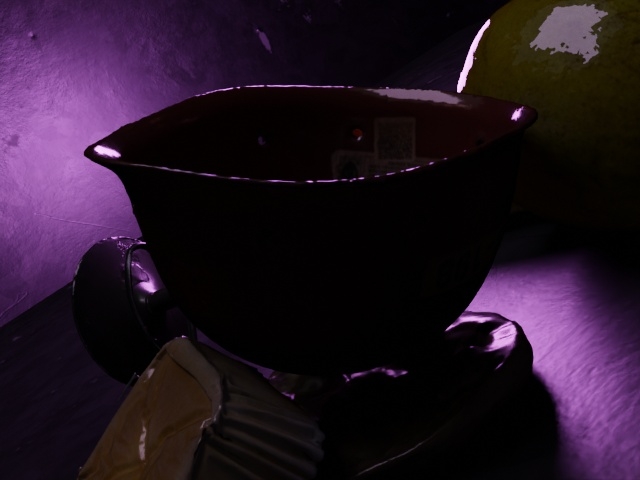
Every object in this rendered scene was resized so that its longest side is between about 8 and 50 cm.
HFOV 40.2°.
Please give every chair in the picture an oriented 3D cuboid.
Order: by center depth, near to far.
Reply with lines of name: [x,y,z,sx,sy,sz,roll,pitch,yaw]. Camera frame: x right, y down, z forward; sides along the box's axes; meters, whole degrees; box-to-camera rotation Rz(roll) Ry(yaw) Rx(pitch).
chair: [-0.109,0.038,1.137,0.401,0.227,0.226,-22,15,31]

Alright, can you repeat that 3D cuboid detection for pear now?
pear: [0.274,-0.130,0.861,0.252,0.253,0.307,-32,36,-7]

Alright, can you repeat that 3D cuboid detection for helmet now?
helmet: [0.000,0.000,0.747,0.337,0.230,0.385,11,24,33]

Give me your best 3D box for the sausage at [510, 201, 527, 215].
sausage: [0.195,-0.081,1.133,0.347,0.123,0.123,-17,18,49]

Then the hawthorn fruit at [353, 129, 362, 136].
hawthorn fruit: [0.077,-0.199,1.701,0.179,0.200,0.179,-32,7,4]

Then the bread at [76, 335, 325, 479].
bread: [-0.096,0.184,0.669,0.192,0.109,0.210,-60,24,-6]

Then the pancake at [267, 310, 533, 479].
pancake: [0.045,0.141,0.775,0.294,0.050,0.294,-26,15,8]
